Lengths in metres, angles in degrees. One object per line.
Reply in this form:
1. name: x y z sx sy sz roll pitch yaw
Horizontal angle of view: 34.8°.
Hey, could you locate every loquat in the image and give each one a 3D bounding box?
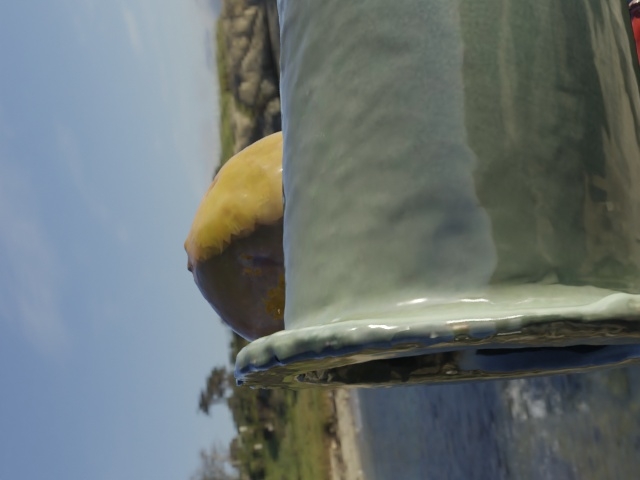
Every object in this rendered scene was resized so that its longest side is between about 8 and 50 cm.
1. loquat: 0.000 0.000 0.868 0.176 0.234 0.187 -91 -21 -45

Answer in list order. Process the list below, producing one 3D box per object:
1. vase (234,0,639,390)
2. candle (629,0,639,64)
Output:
1. vase: 0.063 -0.073 0.537 0.245 0.245 0.291 93 171 -77
2. candle: 0.264 -0.100 0.743 0.048 0.053 0.162 2 -110 -71
